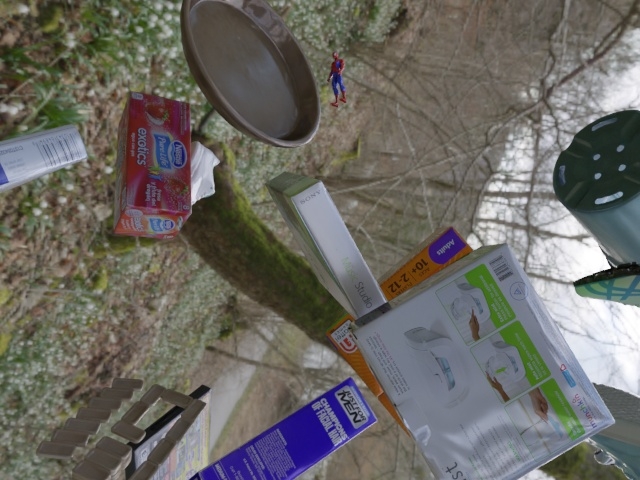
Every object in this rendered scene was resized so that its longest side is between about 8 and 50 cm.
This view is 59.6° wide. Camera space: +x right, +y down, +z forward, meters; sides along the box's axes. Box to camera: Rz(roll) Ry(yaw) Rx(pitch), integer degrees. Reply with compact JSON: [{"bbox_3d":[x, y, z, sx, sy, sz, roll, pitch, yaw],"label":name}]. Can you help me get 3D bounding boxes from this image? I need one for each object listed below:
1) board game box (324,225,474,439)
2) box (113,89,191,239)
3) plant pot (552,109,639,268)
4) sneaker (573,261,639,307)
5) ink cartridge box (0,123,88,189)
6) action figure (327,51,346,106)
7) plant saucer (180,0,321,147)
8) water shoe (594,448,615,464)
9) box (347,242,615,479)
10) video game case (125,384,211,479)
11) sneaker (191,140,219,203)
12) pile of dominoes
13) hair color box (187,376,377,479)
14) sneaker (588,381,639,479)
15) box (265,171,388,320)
[{"bbox_3d":[0.276,0.213,1.324,0.356,0.356,0.356,-41,176,7],"label":"board game box"},{"bbox_3d":[-0.328,-0.145,1.094,0.128,0.122,0.257,-40,-130,51],"label":"box"},{"bbox_3d":[0.728,-0.099,1.262,0.334,0.341,0.341,30,56,-30],"label":"plant pot"},{"bbox_3d":[0.458,0.071,0.739,0.085,0.237,0.086,-13,97,-46],"label":"sneaker"},{"bbox_3d":[-0.568,-0.069,0.810,0.324,0.330,0.071,-61,133,-66],"label":"ink cartridge box"},{"bbox_3d":[0.033,-0.326,1.118,0.030,0.038,0.115,14,66,-39],"label":"action figure"},{"bbox_3d":[-0.101,-0.261,0.838,0.278,0.041,0.278,29,50,-41],"label":"plant saucer"},{"bbox_3d":[0.601,0.400,1.052,0.073,0.203,0.080,-59,-134,38],"label":"water shoe"},{"bbox_3d":[0.200,0.172,0.742,0.262,0.231,0.127,59,0,3],"label":"box"},{"bbox_3d":[-0.343,0.509,1.285,0.248,0.035,0.275,-31,133,-56],"label":"video game case"},{"bbox_3d":[-0.287,-0.114,1.268,0.094,0.080,0.212,33,69,-38],"label":"sneaker"},{"bbox_3d":[-0.351,0.349,1.011,0.251,0.196,0.040,-49,155,-64],"label":"pile of dominoes"},{"bbox_3d":[-0.074,0.405,1.074,0.110,0.339,0.185,56,-31,13],"label":"hair color box"},{"bbox_3d":[0.510,0.342,0.895,0.366,0.135,0.150,13,-74,54],"label":"sneaker"},{"bbox_3d":[0.000,0.000,0.949,0.232,0.058,0.322,61,-7,-13],"label":"box"}]
